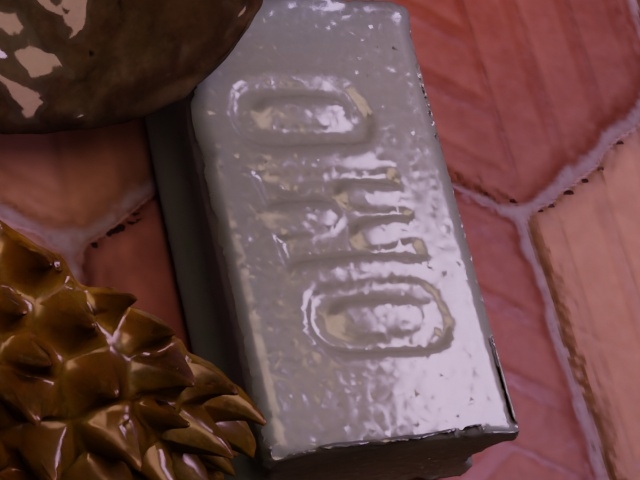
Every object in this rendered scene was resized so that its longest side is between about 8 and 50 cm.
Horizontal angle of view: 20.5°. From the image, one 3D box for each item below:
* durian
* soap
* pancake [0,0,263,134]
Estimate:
[{"bbox_3d":[-0.148,0.058,0.590,0.261,0.154,0.186,19,82,-10],"label":"durian"},{"bbox_3d":[0.000,0.000,0.720,0.115,0.063,0.198,-3,67,-28],"label":"soap"},{"bbox_3d":[-0.125,-0.153,0.680,0.242,0.050,0.241,0,89,-6],"label":"pancake"}]
